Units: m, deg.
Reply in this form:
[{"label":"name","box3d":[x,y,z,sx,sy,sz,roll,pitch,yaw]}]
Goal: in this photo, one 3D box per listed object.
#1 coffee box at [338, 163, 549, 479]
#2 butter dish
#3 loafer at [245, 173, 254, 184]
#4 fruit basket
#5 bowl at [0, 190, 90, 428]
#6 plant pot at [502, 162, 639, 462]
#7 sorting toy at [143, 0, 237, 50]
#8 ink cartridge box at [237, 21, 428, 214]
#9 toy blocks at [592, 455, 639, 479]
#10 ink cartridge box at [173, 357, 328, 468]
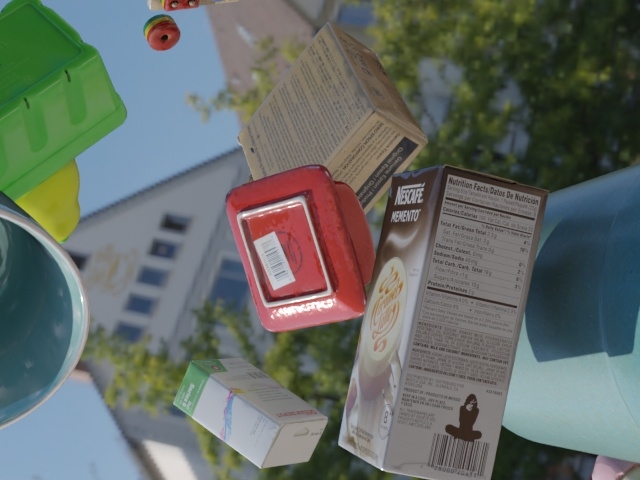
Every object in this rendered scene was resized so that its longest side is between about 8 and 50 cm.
[{"label":"coffee box","box3d":[0.099,0.069,1.071,0.141,0.098,0.246,177,105,-75]},{"label":"butter dish","box3d":[0.000,0.000,1.326,0.118,0.160,0.160,-21,-84,-47]},{"label":"loafer","box3d":[-0.025,-0.074,1.702,0.050,0.148,0.056,-105,10,-48]},{"label":"fruit basket","box3d":[-0.502,-0.157,2.048,0.392,0.283,0.392,-44,-15,-15]},{"label":"bowl","box3d":[-0.411,0.048,1.354,0.163,0.312,0.311,-118,21,-50]},{"label":"plant pot","box3d":[0.317,0.068,1.170,0.334,0.341,0.341,-13,59,60]},{"label":"sorting toy","box3d":[-0.148,-0.356,1.649,0.046,0.132,0.274,61,150,35]},{"label":"ink cartridge box","box3d":[0.007,-0.121,1.515,0.193,0.088,0.234,-50,32,20]},{"label":"toy blocks","box3d":[0.341,0.346,1.355,0.260,0.309,0.288,-137,26,-68]},{"label":"ink cartridge box","box3d":[-0.117,0.289,2.164,0.154,0.212,0.093,6,-70,-59]}]
